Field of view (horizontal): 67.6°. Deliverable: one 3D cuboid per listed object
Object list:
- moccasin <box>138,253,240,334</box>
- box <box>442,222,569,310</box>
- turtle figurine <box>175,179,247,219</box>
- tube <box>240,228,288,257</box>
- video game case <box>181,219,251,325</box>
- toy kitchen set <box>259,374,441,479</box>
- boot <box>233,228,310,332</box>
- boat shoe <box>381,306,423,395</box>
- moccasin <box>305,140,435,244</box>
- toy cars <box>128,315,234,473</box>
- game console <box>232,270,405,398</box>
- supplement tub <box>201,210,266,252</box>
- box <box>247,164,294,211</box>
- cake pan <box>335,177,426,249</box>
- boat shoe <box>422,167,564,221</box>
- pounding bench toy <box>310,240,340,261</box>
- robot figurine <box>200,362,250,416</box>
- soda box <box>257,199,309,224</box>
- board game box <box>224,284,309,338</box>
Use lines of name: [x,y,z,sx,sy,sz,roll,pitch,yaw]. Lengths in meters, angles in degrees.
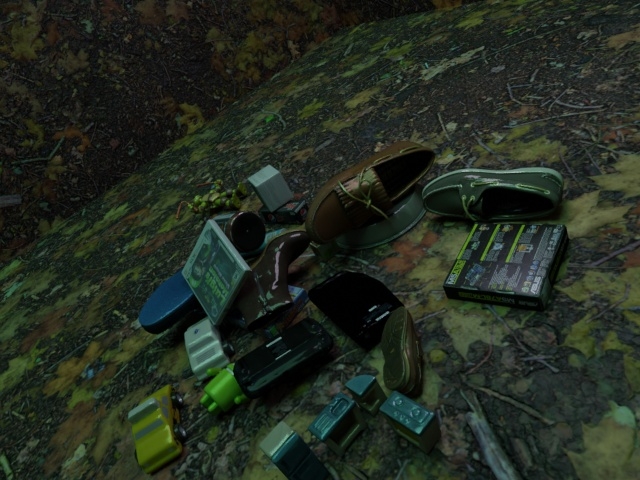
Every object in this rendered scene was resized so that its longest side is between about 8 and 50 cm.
moccasin: [-0.320,0.133,1.276,0.138,0.116,0.342,18,49,35]
box: [0.358,0.042,0.926,0.184,0.045,0.190,1,43,43]
turtle figurine: [-0.388,-0.142,1.741,0.218,0.087,0.269,-4,31,23]
tube: [-0.181,0.012,1.398,0.207,0.052,0.080,-14,30,33]
video game case: [-0.254,0.074,1.138,0.190,0.022,0.173,47,117,33]
toy kitchen set: [0.049,0.303,0.724,0.207,0.122,0.166,-44,34,-22]
boot: [-0.096,0.091,1.132,0.249,0.090,0.207,-33,40,-5]
boat shoe: [0.150,0.198,0.857,0.064,0.060,0.177,-43,23,34]
moccasin: [0.126,-0.116,1.161,0.380,0.139,0.147,-31,22,-21]
toy cars: [-0.309,0.298,1.050,0.177,0.087,0.393,-8,38,31]
game console: [-0.014,0.185,0.982,0.362,0.043,0.213,-30,30,-17]
supplement tub: [-0.232,-0.018,1.226,0.198,0.106,0.106,-4,38,52]
box: [-0.153,-0.160,1.461,0.087,0.101,0.101,-35,31,-8]
cake pan: [0.141,-0.092,1.279,0.294,0.054,0.293,-20,33,14]
boat shoe: [0.364,-0.094,1.053,0.305,0.109,0.091,-2,36,30]
pounding bench toy: [0.000,0.000,1.231,0.052,0.083,0.065,-38,33,-14]
robot figurine: [-0.188,0.298,0.972,0.101,0.067,0.115,34,63,26]
soda box: [-0.112,-0.088,1.475,0.169,0.053,0.060,4,45,41]
board game box: [-0.139,0.159,1.161,0.201,0.035,0.136,8,47,45]
